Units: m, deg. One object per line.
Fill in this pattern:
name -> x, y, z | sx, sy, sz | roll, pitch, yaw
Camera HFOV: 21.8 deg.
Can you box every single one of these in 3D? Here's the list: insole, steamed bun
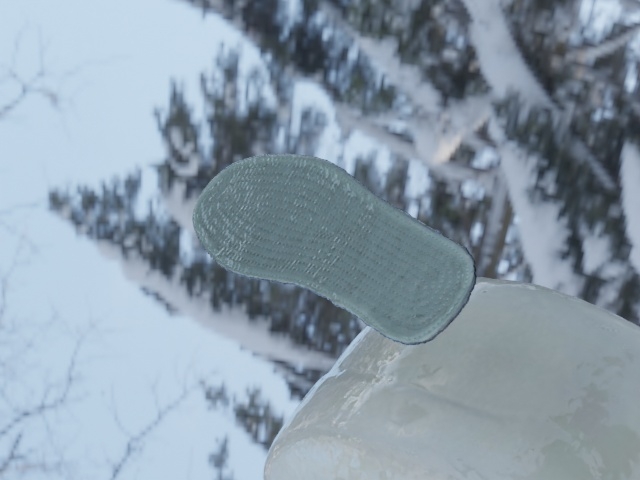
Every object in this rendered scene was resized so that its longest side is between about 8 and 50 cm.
insole -> 0.000, 0.000, 0.574 | 0.053, 0.002, 0.152 | -54, -141, -5
steamed bun -> 0.089, 0.116, 0.838 | 0.241, 0.164, 0.146 | 12, -131, 38
